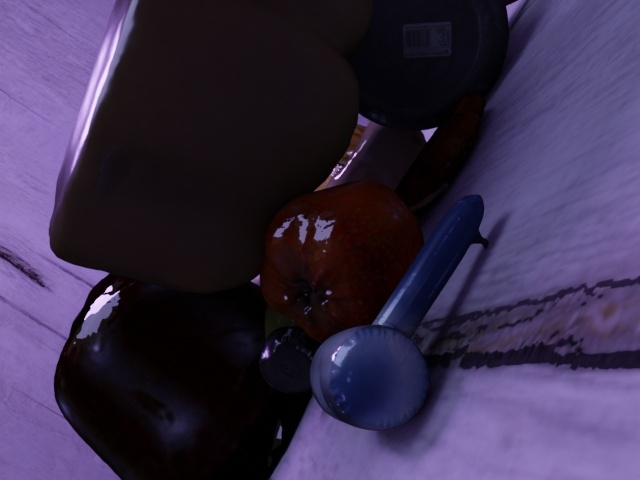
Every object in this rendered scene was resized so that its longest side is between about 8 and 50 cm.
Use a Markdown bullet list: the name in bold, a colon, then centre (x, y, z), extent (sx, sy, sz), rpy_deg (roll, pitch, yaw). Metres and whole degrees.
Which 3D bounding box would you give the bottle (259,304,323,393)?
- **bottle**: centre (-0.010, 0.086, 0.827), extent (0.112, 0.112, 0.260), rpy_deg (-57, 4, 27)

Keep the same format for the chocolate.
- **chocolate**: centre (-0.205, 0.193, 0.959), extent (0.384, 0.331, 0.383), rpy_deg (-57, 5, 8)

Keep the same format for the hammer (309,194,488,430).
- **hammer**: centre (0.066, 0.045, 0.477), extent (0.194, 0.069, 0.116), rpy_deg (-54, 1, -14)

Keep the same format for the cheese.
- **cheese**: centre (0.092, -0.109, 1.082), extent (0.218, 0.117, 0.235), rpy_deg (-59, 1, -27)

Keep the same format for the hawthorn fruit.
- **hawthorn fruit**: centre (0.038, 0.005, 0.657), extent (0.203, 0.162, 0.163), rpy_deg (-38, -14, -48)

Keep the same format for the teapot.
- **teapot**: centre (0.174, -0.323, 0.996), extent (0.300, 0.253, 0.344), rpy_deg (-21, 13, 22)

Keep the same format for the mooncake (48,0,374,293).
- **mooncake**: centre (-0.145, -0.160, 0.801), extent (0.467, 0.262, 0.467), rpy_deg (-46, 33, 42)

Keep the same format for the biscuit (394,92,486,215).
- **biscuit**: centre (0.141, -0.097, 0.824), extent (0.192, 0.049, 0.192), rpy_deg (-53, -1, -1)

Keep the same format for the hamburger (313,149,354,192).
- **hamburger**: centre (0.066, -0.115, 1.434), extent (0.185, 0.131, 0.159), rpy_deg (47, 132, 44)

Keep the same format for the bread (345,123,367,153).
- **bread**: centre (0.065, -0.184, 1.735), extent (0.133, 0.179, 0.250), rpy_deg (-39, 27, 56)

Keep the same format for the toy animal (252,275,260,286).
- **toy animal**: centre (-0.060, 0.077, 1.158), extent (0.250, 0.166, 0.154), rpy_deg (-49, -23, 22)
